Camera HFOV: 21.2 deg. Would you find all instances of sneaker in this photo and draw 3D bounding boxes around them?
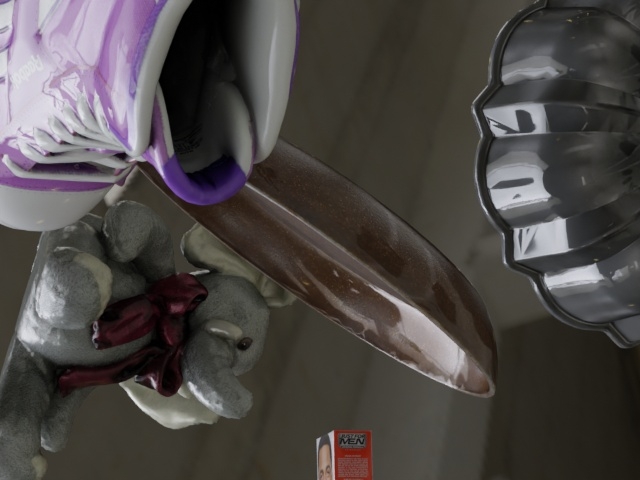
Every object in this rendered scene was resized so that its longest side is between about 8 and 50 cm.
[{"bbox_3d":[-0.089,-0.056,0.711,0.282,0.102,0.161,120,140,-48],"label":"sneaker"}]

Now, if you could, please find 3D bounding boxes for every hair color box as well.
[{"bbox_3d":[0.025,0.266,1.729,0.072,0.043,0.141,135,136,-69],"label":"hair color box"}]

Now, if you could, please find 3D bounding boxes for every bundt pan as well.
[{"bbox_3d":[0.290,-0.076,1.338,0.124,0.331,0.330,-2,109,69],"label":"bundt pan"}]

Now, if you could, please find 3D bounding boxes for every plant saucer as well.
[{"bbox_3d":[0.000,0.000,1.157,0.311,0.050,0.310,35,172,6],"label":"plant saucer"}]

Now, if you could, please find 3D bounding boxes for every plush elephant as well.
[{"bbox_3d":[-0.158,0.088,1.639,0.330,0.255,0.271,-94,24,-62],"label":"plush elephant"}]
